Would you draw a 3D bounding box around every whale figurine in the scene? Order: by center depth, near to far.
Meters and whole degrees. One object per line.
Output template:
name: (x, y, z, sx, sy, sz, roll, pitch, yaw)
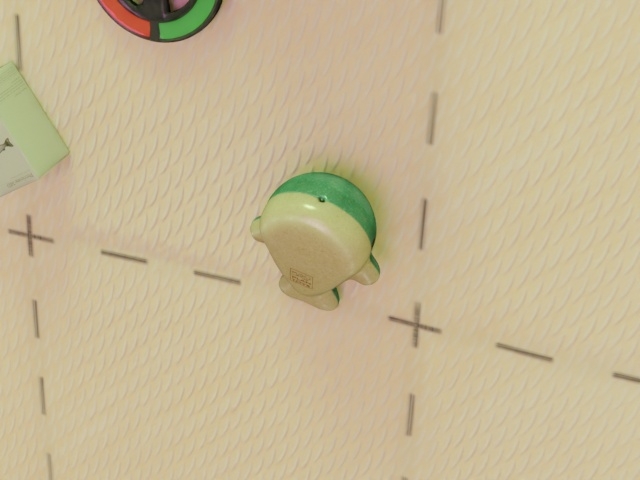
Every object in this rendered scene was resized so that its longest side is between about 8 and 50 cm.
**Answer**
whale figurine: (0.000, 0.000, 2.125, 0.216, 0.141, 0.272, 21, 148, 11)

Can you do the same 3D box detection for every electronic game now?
electronic game: (-0.246, -0.402, 2.029, 0.229, 0.048, 0.229, 10, 121, 17)

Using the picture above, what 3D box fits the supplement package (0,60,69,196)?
supplement package: (-0.513, -0.179, 2.231, 0.105, 0.105, 0.179, -22, 108, 30)
